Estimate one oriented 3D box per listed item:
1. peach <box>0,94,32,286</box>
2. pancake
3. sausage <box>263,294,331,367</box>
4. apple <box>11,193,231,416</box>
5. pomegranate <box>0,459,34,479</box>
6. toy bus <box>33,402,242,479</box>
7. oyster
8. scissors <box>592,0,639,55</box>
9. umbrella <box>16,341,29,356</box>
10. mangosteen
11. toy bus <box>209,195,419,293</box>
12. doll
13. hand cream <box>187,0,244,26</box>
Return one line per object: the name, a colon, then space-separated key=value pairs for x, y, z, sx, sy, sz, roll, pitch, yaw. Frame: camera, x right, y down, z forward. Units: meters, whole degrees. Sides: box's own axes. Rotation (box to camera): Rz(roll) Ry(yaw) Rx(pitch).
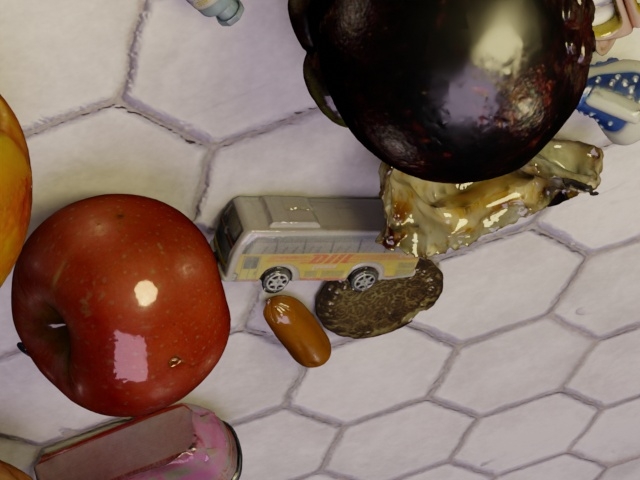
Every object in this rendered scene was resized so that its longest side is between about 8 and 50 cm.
peach: x=-0.453 y=-0.022 z=1.267 sx=0.373 sy=0.290 sz=0.372 roll=-36 pitch=176 yaw=-3
pancake: x=0.084 y=0.078 z=1.854 sx=0.199 sy=0.021 sz=0.199 roll=-11 pitch=144 yaw=-8
sausage: x=-0.028 y=0.131 z=1.851 sx=0.062 sy=0.054 sz=0.183 roll=-43 pitch=142 yaw=-11
apple: x=-0.229 y=0.075 z=1.527 sx=0.216 sy=0.260 sz=0.260 roll=-23 pitch=152 yaw=-35
pomegranate: x=-0.544 y=0.480 z=1.809 sx=0.411 sy=0.411 sz=0.411 roll=-11 pitch=144 yaw=-8
toy bus: x=-0.276 y=0.351 z=1.979 sx=0.303 sy=0.127 sz=0.147 roll=-24 pitch=141 yaw=9
oyster: x=0.215 y=-0.082 z=1.601 sx=0.337 sy=0.133 sz=0.198 roll=-2 pitch=140 yaw=-23
scissors: x=0.311 y=-0.314 z=1.419 sx=0.160 sy=0.024 sz=0.317 roll=-24 pitch=144 yaw=12
umbrella: x=-0.336 y=0.174 z=1.808 sx=0.044 sy=0.044 sz=0.269 roll=-50 pitch=149 yaw=1
mangosteen: x=0.116 y=-0.211 z=1.288 sx=0.297 sy=0.313 sz=0.297 roll=-43 pitch=152 yaw=-30
toy bus: x=0.000 y=0.000 z=1.661 sx=0.268 sy=0.092 sz=0.106 roll=0 pitch=132 yaw=-22
doll: x=0.296 y=-0.175 z=1.511 sx=0.293 sy=0.138 sz=0.119 roll=5 pitch=119 yaw=-21
hand cream: x=-0.136 y=-0.269 z=1.284 sx=0.065 sy=0.043 sz=0.171 roll=-28 pitch=141 yaw=21
